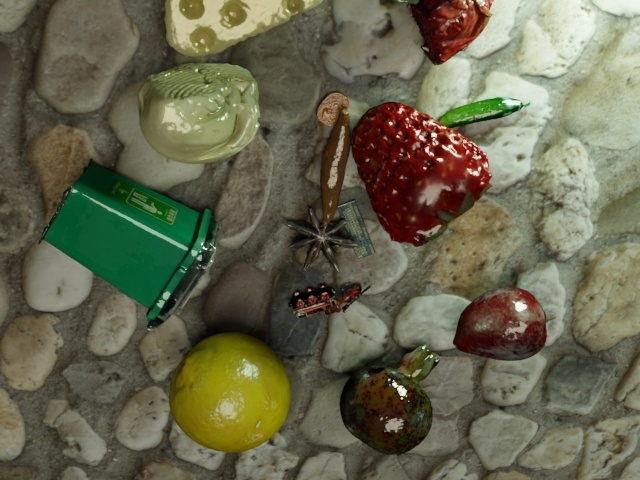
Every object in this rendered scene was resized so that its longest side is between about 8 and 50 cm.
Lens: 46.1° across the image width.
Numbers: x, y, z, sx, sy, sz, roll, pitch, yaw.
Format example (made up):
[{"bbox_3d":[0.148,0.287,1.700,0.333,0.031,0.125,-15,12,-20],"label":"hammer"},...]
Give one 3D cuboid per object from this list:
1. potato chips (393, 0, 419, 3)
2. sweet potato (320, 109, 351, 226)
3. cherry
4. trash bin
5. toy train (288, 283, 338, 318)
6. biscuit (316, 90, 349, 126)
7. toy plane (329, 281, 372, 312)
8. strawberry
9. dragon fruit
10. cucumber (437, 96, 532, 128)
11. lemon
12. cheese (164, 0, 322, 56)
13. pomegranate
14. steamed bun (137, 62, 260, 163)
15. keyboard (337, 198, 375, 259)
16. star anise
[{"bbox_3d":[0.207,-0.698,1.573,0.373,0.097,0.389,24,90,15],"label":"potato chips"},{"bbox_3d":[0.030,-0.185,1.930,0.072,0.066,0.315,20,110,19],"label":"sweet potato"},{"bbox_3d":[0.518,0.242,2.138,0.300,0.203,0.230,-17,155,13],"label":"cherry"},{"bbox_3d":[-0.473,0.004,1.873,0.381,0.259,0.295,31,109,-14],"label":"trash bin"},{"bbox_3d":[-0.019,0.177,2.124,0.137,0.050,0.087,-17,121,1],"label":"toy train"},{"bbox_3d":[0.034,-0.330,1.892,0.078,0.015,0.091,37,108,-25],"label":"biscuit"},{"bbox_3d":[0.078,0.159,2.100,0.145,0.060,0.037,-35,127,-33],"label":"toy plane"},{"bbox_3d":[0.223,-0.184,1.860,0.345,0.295,0.317,45,133,-6],"label":"strawberry"},{"bbox_3d":[0.267,-0.525,1.691,0.240,0.330,0.302,10,119,12],"label":"dragon fruit"},{"bbox_3d":[0.415,-0.330,1.923,0.250,0.056,0.056,-13,118,1],"label":"cucumber"},{"bbox_3d":[-0.244,0.420,2.067,0.347,0.348,0.348,-3,117,-6],"label":"lemon"},{"bbox_3d":[-0.218,-0.569,1.686,0.383,0.104,0.384,-3,116,-7],"label":"cheese"},{"bbox_3d":[0.223,0.450,2.199,0.285,0.285,0.341,41,79,-23],"label":"pomegranate"},{"bbox_3d":[-0.274,-0.276,1.724,0.275,0.289,0.203,-3,121,-10],"label":"steamed bun"},{"bbox_3d":[0.098,-0.029,2.056,0.055,0.014,0.176,-19,117,6],"label":"keyboard"},{"bbox_3d":[0.000,0.000,2.021,0.204,0.061,0.181,-2,96,-6],"label":"star anise"}]
